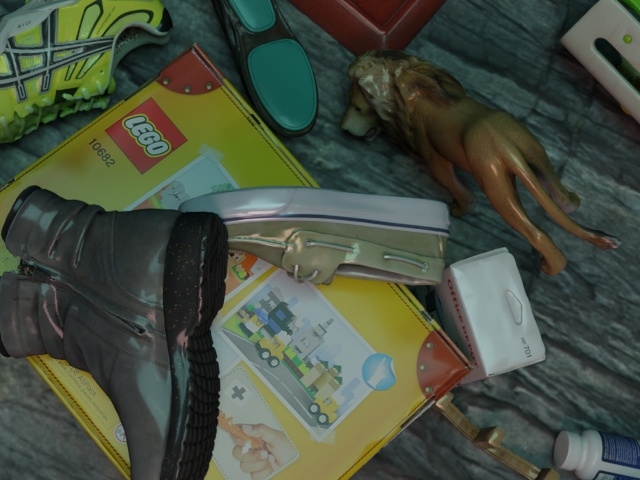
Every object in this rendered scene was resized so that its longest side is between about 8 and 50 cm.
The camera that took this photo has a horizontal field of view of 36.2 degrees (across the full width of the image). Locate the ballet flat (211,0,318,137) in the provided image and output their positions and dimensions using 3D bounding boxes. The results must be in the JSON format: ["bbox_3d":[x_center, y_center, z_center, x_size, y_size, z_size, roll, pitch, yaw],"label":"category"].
[{"bbox_3d":[-0.076,-0.253,1.290,0.095,0.096,0.281,-17,79,-17],"label":"ballet flat"}]

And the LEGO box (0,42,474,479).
[{"bbox_3d":[-0.136,0.088,1.150,0.372,0.193,0.500,-39,86,-16],"label":"LEGO box"}]

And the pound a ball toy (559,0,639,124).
[{"bbox_3d":[0.510,-0.224,1.385,0.319,0.136,0.208,47,49,3],"label":"pound a ball toy"}]

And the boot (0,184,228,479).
[{"bbox_3d":[-0.217,0.122,0.979,0.222,0.118,0.338,5,88,10],"label":"boot"}]

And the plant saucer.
[{"bbox_3d":[0.067,-0.409,1.378,0.258,0.048,0.259,40,75,1],"label":"plant saucer"}]

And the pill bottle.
[{"bbox_3d":[0.365,0.280,1.257,0.120,0.067,0.067,13,75,-7],"label":"pill bottle"}]

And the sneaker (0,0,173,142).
[{"bbox_3d":[-0.342,-0.206,1.211,0.147,0.145,0.385,41,75,2],"label":"sneaker"}]

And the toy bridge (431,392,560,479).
[{"bbox_3d":[0.212,0.250,1.239,0.188,0.063,0.026,37,74,-1],"label":"toy bridge"}]

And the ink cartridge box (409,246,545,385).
[{"bbox_3d":[0.186,0.102,1.203,0.082,0.191,0.140,-15,80,-13],"label":"ink cartridge box"}]

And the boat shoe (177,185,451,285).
[{"bbox_3d":[0.000,0.000,1.039,0.302,0.109,0.094,1,78,-13],"label":"boat shoe"}]

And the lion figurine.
[{"bbox_3d":[0.187,-0.118,1.199,0.142,0.392,0.240,-44,121,-12],"label":"lion figurine"}]
